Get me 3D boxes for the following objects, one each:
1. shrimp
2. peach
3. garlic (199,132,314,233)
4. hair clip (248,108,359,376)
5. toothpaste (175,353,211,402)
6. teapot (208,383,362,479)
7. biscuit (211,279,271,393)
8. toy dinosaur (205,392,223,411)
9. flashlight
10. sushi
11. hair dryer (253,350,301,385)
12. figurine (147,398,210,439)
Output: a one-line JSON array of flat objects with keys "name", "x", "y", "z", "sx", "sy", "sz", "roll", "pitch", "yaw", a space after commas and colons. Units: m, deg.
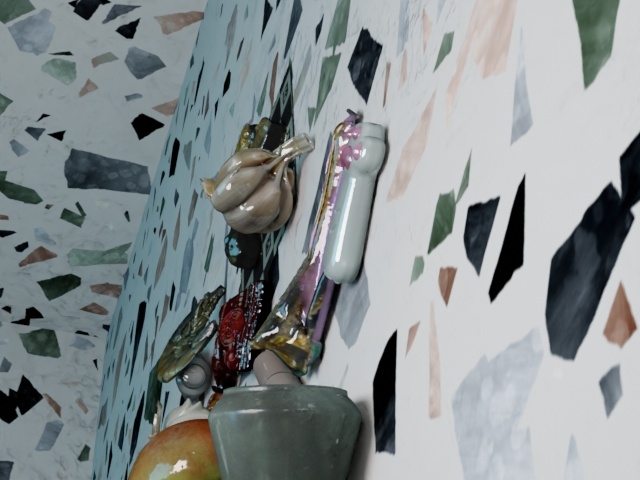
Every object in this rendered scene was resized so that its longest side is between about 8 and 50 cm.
[{"name": "shrimp", "x": -0.230, "y": 0.173, "z": 2.327, "sx": 0.217, "sy": 0.051, "sz": 0.150, "roll": -58, "pitch": 18, "yaw": -16}, {"name": "peach", "x": -0.135, "y": 0.351, "z": 1.544, "sx": 0.252, "sy": 0.252, "sz": 0.253, "roll": -169, "pitch": 90, "yaw": -76}, {"name": "garlic", "x": -0.081, "y": -0.088, "z": 1.911, "sx": 0.194, "sy": 0.131, "sz": 0.127, "roll": -32, "pitch": 37, "yaw": 18}, {"name": "hair clip", "x": 0.001, "y": 0.000, "z": 1.630, "sx": 0.110, "sy": 0.095, "sz": 0.359, "roll": 25, "pitch": -97, "yaw": -69}, {"name": "toothpaste", "x": -0.249, "y": 0.261, "z": 2.423, "sx": 0.099, "sy": 0.068, "sz": 0.282, "roll": -54, "pitch": 3, "yaw": -10}, {"name": "teapot", "x": -0.036, "y": 0.280, "z": 1.390, "sx": 0.203, "sy": 0.170, "sz": 0.225, "roll": 37, "pitch": -128, "yaw": -70}, {"name": "biscuit", "x": -0.139, "y": 0.160, "z": 2.043, "sx": 0.235, "sy": 0.063, "sz": 0.151, "roll": 133, "pitch": 148, "yaw": -67}, {"name": "toy dinosaur", "x": -0.223, "y": 0.457, "z": 2.088, "sx": 0.208, "sy": 0.097, "sz": 0.432, "roll": 100, "pitch": -179, "yaw": -77}, {"name": "flashlight", "x": 0.037, "y": -0.046, "z": 1.529, "sx": 0.093, "sy": 0.047, "sz": 0.201, "roll": -162, "pitch": 84, "yaw": -76}, {"name": "sushi", "x": -0.123, "y": -0.078, "z": 2.152, "sx": 0.359, "sy": 0.064, "sz": 0.343, "roll": -94, "pitch": 20, "yaw": -44}, {"name": "hair dryer", "x": -0.062, "y": 0.281, "z": 1.705, "sx": 0.195, "sy": 0.053, "sz": 0.221, "roll": -128, "pitch": 43, "yaw": -73}, {"name": "figurine", "x": -0.198, "y": 0.298, "z": 1.980, "sx": 0.132, "sy": 0.153, "sz": 0.132, "roll": -169, "pitch": 90, "yaw": -76}]
